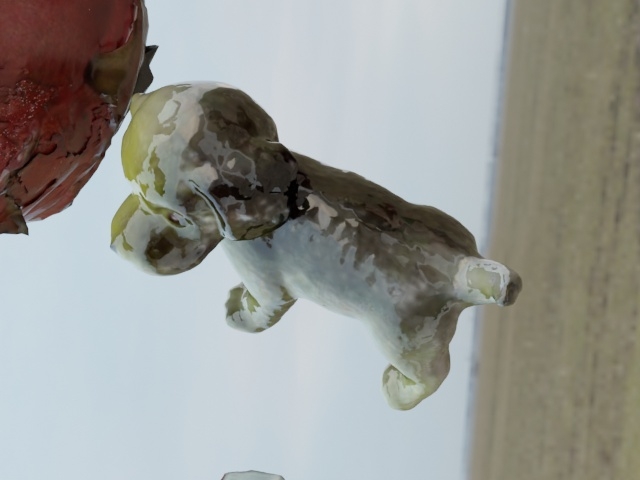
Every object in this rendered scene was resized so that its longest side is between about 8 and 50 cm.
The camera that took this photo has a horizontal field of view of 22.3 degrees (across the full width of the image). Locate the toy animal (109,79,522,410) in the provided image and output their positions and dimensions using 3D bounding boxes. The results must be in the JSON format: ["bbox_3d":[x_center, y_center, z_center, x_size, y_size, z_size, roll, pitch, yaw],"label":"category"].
[{"bbox_3d":[-0.010,0.000,0.915,0.168,0.233,0.121,112,-177,-71],"label":"toy animal"}]

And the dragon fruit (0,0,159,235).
[{"bbox_3d":[-0.257,-0.121,0.953,0.302,0.296,0.295,-21,-56,-41],"label":"dragon fruit"}]

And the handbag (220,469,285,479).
[{"bbox_3d":[0.070,0.207,0.596,0.171,0.298,0.151,-65,3,-38],"label":"handbag"}]
